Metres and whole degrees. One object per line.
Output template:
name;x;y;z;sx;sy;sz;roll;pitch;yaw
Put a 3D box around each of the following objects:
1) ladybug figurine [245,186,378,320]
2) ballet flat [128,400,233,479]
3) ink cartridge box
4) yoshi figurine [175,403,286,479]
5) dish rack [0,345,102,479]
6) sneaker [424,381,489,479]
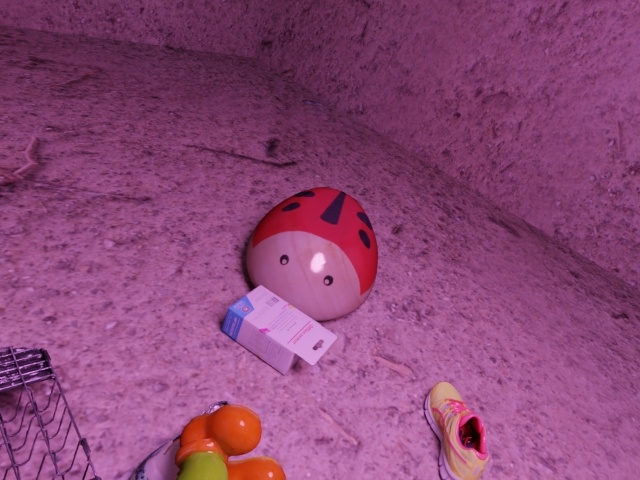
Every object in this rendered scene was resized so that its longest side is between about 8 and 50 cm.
ladybug figurine;0.000;0.000;1.092;0.304;0.162;0.449;22;29;-1
ballet flat;-0.175;0.272;0.620;0.070;0.070;0.188;31;30;15
ink cartridge box;-0.073;0.168;0.864;0.181;0.062;0.104;31;30;16
yoshi figurine;-0.092;0.343;0.435;0.203;0.203;0.362;25;32;-9
dish rack;-0.379;0.237;0.533;0.208;0.074;0.271;-7;39;-44
sneaker;0.240;0.313;0.810;0.081;0.094;0.209;15;28;-10
